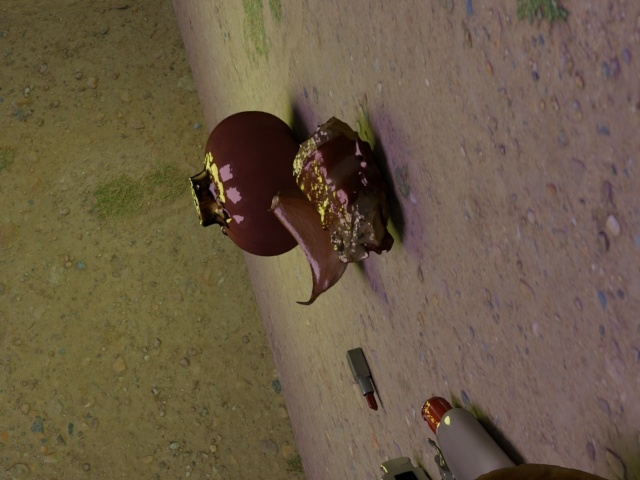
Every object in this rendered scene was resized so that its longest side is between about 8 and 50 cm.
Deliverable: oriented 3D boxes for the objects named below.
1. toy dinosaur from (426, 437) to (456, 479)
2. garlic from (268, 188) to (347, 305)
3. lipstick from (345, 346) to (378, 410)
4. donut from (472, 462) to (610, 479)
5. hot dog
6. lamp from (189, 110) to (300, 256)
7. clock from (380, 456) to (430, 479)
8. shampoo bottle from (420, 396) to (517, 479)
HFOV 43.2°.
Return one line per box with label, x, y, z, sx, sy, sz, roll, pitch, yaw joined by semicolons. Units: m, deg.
toy dinosaur;0.188;0.351;1.153;0.058;0.037;0.180;53;-164;-47
garlic;0.004;-0.003;1.418;0.115;0.128;0.206;-29;75;33
lipstick;0.084;0.272;1.563;0.030;0.030;0.129;93;159;-57
donut;0.182;0.342;0.595;0.160;0.330;0.330;49;-173;-36
hot dog;0.043;-0.075;1.167;0.146;0.103;0.213;-38;75;55
lamp;-0.143;-0.111;1.640;0.305;0.240;0.305;164;90;-79
clock;0.154;0.449;1.324;0.176;0.080;0.117;-135;33;-70
shampoo bottle;0.185;0.266;1.007;0.221;0.051;0.108;-131;26;-65
